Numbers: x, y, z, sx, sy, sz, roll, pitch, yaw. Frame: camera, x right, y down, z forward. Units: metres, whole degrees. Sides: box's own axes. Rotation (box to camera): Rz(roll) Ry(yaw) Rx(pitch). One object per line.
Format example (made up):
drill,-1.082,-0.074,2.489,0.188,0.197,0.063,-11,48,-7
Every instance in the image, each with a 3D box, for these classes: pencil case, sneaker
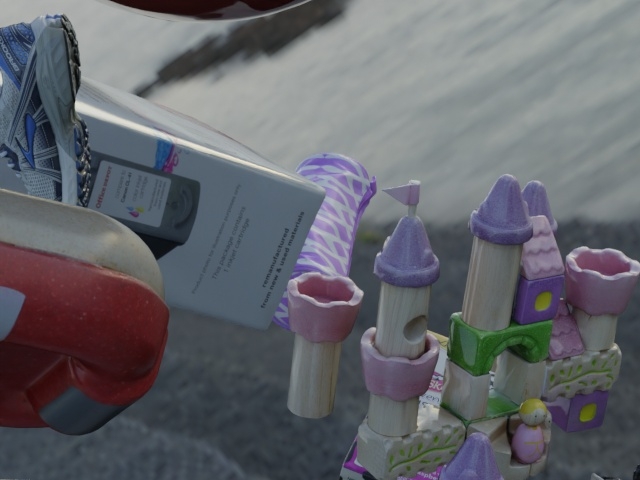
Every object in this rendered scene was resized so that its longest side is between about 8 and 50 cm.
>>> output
pencil case,0.000,0.000,1.762,0.088,0.086,0.206,0,40,9
sneaker,-0.161,-0.059,1.019,0.058,0.135,0.052,-3,16,2

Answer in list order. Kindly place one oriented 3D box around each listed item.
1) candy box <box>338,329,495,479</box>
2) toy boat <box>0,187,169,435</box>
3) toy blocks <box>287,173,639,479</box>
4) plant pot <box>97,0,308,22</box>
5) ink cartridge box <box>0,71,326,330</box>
candy box,0.126,0.206,1.893,0.233,0.159,0.071,-60,-13,-49
toy boat,-0.180,0.058,0.723,0.151,0.231,0.151,-38,44,57
toy blocks,0.164,0.065,1.524,0.288,0.260,0.309,-9,29,-32
plant pot,-0.060,-0.218,0.804,0.275,0.275,0.243,-33,10,9
ink cartridge box,-0.186,-0.054,1.397,0.226,0.306,0.131,32,103,53
